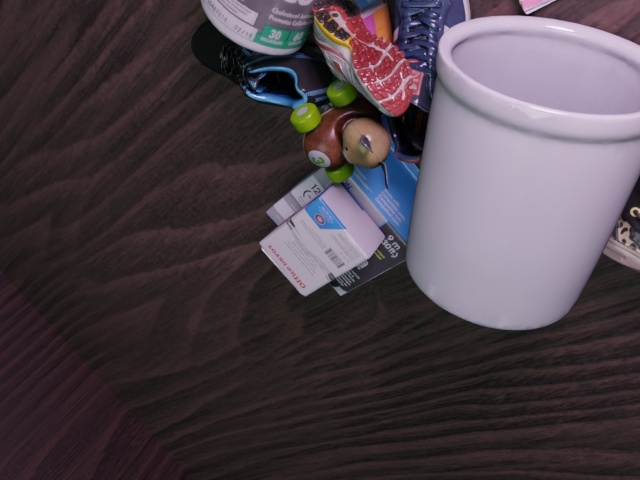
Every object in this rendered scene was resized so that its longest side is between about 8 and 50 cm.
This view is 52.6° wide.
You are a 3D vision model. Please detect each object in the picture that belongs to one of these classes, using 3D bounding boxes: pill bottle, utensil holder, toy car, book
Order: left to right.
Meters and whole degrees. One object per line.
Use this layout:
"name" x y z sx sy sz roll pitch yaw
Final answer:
"pill bottle" -0.042 -0.492 1.015 0.204 0.204 0.361 38 134 2
"toy car" 0.059 -0.157 1.092 0.149 0.188 0.155 -35 128 3
"book" 0.087 -0.363 1.102 0.035 0.096 0.144 8 125 30
"utensil holder" 0.310 -0.099 1.000 0.327 0.328 0.386 20 131 18

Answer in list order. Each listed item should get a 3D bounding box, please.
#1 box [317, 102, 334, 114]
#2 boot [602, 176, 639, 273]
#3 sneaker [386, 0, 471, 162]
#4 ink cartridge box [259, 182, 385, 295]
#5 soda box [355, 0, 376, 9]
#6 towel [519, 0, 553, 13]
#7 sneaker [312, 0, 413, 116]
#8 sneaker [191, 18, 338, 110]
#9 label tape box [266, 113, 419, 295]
"box" 0.028 -0.242 1.279 0.083 0.018 0.067 38 133 3
"boot" 0.630 -0.047 0.973 0.377 0.138 0.284 26 133 24
"sneaker" 0.165 -0.290 1.065 0.131 0.148 0.350 8 121 28
"ink cartridge box" 0.000 0.000 1.272 0.148 0.086 0.203 50 133 -7
"soda box" 0.132 -0.439 0.971 0.210 0.071 0.067 -29 89 14
"towel" 0.323 -0.450 0.941 0.144 0.029 0.197 -19 110 38
"sneaker" 0.068 -0.287 1.038 0.225 0.088 0.093 56 163 15
"sneaker" -0.122 -0.336 1.214 0.340 0.139 0.125 22 129 23
"label tape box" 0.089 -0.066 1.305 0.249 0.115 0.347 49 134 -8
